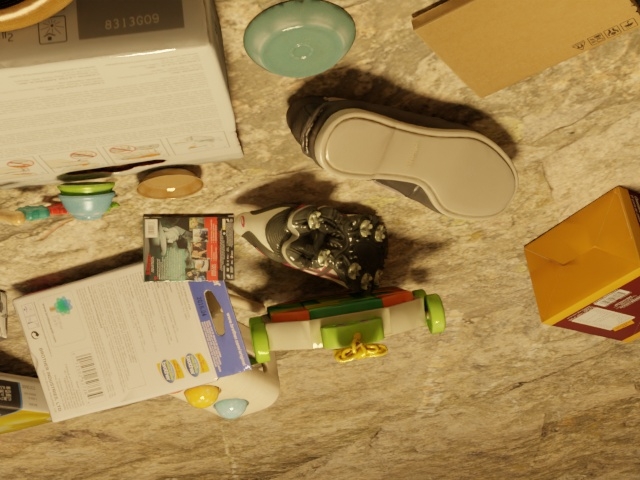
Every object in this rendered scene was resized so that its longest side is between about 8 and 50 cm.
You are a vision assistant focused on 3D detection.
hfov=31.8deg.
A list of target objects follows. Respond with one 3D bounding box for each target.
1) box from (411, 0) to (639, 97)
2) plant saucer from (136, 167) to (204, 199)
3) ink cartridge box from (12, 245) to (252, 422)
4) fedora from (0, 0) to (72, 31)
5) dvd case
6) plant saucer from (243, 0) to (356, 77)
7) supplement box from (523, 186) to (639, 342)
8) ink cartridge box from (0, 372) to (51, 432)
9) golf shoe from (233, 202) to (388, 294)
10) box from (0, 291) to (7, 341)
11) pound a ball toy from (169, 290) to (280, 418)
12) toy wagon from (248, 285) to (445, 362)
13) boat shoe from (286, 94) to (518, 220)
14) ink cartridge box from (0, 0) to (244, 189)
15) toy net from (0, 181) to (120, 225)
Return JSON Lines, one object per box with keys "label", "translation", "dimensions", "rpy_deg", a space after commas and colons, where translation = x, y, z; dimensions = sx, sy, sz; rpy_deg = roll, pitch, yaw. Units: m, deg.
{"label": "box", "translation": [0.221, -0.232, 1.188], "dimensions": [0.201, 0.021, 0.164], "rpy_deg": [-22, 148, 26]}
{"label": "plant saucer", "translation": [-0.185, -0.071, 1.376], "dimensions": [0.084, 0.015, 0.083], "rpy_deg": [-8, 163, -2]}
{"label": "ink cartridge box", "translation": [-0.255, 0.126, 1.559], "dimensions": [0.311, 0.185, 0.065], "rpy_deg": [-16, -176, 17]}
{"label": "fedora", "translation": [-0.279, -0.263, 0.939], "dimensions": [0.194, 0.079, 0.194], "rpy_deg": [-12, 143, -9]}
{"label": "dvd case", "translation": [-0.172, 0.011, 1.475], "dimensions": [0.120, 0.087, 0.013], "rpy_deg": [-1, -179, -14]}
{"label": "plant saucer", "translation": [-0.021, -0.205, 1.177], "dimensions": [0.119, 0.021, 0.119], "rpy_deg": [-6, 152, -3]}
{"label": "supplement box", "translation": [0.440, 0.040, 1.627], "dimensions": [0.194, 0.129, 0.191], "rpy_deg": [13, 145, -34]}
{"label": "ink cartridge box", "translation": [-0.598, 0.282, 1.811], "dimensions": [0.307, 0.072, 0.303], "rpy_deg": [-18, 166, 12]}
{"label": "golf shoe", "translation": [0.000, 0.000, 1.506], "dimensions": [0.120, 0.105, 0.273], "rpy_deg": [12, 173, 33]}
{"label": "box", "translation": [-0.623, 0.099, 1.525], "dimensions": [0.243, 0.076, 0.307], "rpy_deg": [-23, 148, 27]}
{"label": "pound a ball toy", "translation": [-0.165, 0.174, 1.717], "dimensions": [0.208, 0.135, 0.319], "rpy_deg": [-20, 150, 22]}
{"label": "toy wagon", "translation": [0.036, 0.115, 1.568], "dimensions": [0.267, 0.068, 0.344], "rpy_deg": [-9, -179, -5]}
{"label": "boat shoe", "translation": [0.104, -0.107, 1.338], "dimensions": [0.335, 0.095, 0.112], "rpy_deg": [14, 109, -40]}
{"label": "ink cartridge box", "translation": [-0.248, -0.154, 1.187], "dimensions": [0.308, 0.091, 0.385], "rpy_deg": [-8, 169, 0]}
{"label": "toy net", "translation": [-0.361, -0.046, 1.348], "dimensions": [0.232, 0.045, 0.122], "rpy_deg": [-3, -171, -7]}
